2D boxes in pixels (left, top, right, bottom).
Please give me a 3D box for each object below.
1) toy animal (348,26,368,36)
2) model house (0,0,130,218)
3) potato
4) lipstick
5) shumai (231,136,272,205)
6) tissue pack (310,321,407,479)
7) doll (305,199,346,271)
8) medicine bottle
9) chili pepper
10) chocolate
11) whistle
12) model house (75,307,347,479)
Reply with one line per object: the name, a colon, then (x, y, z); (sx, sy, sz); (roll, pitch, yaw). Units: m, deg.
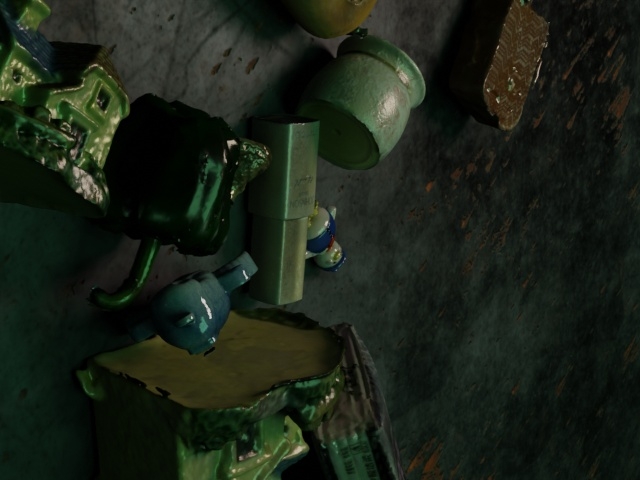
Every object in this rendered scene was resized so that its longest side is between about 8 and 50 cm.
toy animal: (0.090, -0.373, 2.037); (0.253, 0.079, 0.070); (-47, 113, -35)
model house: (-0.306, -0.153, 1.514); (0.214, 0.195, 0.189); (43, 59, -52)
potato: (0.004, -0.369, 1.879); (0.150, 0.146, 0.234); (-22, 147, 1)
lipstick: (-0.053, -0.042, 1.957); (0.079, 0.077, 0.253); (-14, 112, -49)
shumai: (-0.105, -0.086, 1.871); (0.083, 0.082, 0.080); (77, 16, -73)
tissue pack: (0.062, 0.328, 2.090); (0.122, 0.259, 0.361); (-18, 125, 0)
doll: (0.000, 0.000, 2.061); (0.099, 0.057, 0.143); (-56, 144, -26)
medicine bottle: (0.055, -0.192, 1.992); (0.143, 0.147, 0.147); (-57, 139, -29)
chili pepper: (-0.195, -0.037, 1.711); (0.165, 0.173, 0.261); (0, 108, -76)
chocolate: (0.278, -0.288, 2.295); (0.148, 0.093, 0.214); (37, 71, -49)
whistle: (-0.157, 0.078, 1.760); (0.180, 0.269, 0.093); (-30, 98, 0)
model house: (-0.115, 0.257, 1.827); (0.321, 0.261, 0.266); (-16, 116, -43)
